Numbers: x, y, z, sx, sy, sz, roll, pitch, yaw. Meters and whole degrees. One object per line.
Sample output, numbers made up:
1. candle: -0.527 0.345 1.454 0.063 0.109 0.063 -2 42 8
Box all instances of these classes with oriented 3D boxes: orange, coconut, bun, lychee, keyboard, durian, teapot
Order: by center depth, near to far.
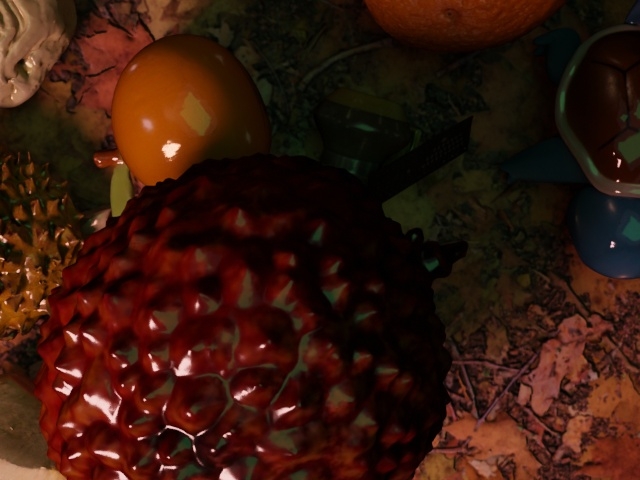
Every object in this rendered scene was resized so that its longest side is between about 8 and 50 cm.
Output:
1. lychee: -0.050 0.110 0.954 0.500 0.424 0.424 -23 92 -24
2. coconut: -0.373 0.295 1.030 0.239 0.239 0.244 41 78 -6
3. bun: -0.410 -0.267 1.082 0.229 0.145 0.229 -2 97 -16
4. durian: -0.389 0.021 1.082 0.196 0.185 0.305 26 88 -24
5. orange: 0.186 -0.409 1.095 0.322 0.322 0.357 24 63 -8
6. teapot: 0.062 -0.128 1.174 0.166 0.130 0.119 8 104 -40
7. keyboard: 0.130 -0.101 1.175 0.198 0.063 0.010 -32 54 -30

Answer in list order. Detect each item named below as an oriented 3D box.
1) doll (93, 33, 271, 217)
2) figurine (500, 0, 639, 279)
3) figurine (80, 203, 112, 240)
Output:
1. doll: -0.183 -0.131 1.094 0.236 0.213 0.213 -25 92 5
2. figurine: 0.420 -0.164 1.196 0.298 0.243 0.416 2 109 -18
3. figurine: -0.294 -0.011 1.145 0.083 0.047 0.050 -20 102 -5
